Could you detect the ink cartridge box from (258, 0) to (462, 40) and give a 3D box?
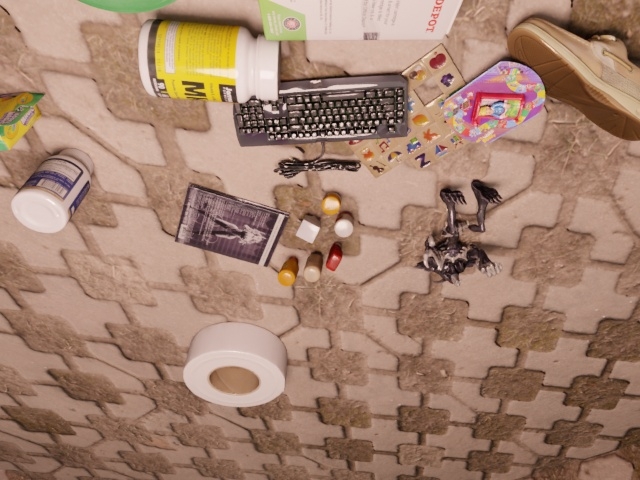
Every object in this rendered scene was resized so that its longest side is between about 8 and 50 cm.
[{"bbox_3d":[0.052,-0.370,0.627,0.272,0.115,0.198,-1,169,0],"label":"ink cartridge box"}]

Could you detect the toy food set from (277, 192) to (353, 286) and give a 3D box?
[{"bbox_3d":[0.000,0.000,1.048,0.111,0.104,0.232,26,110,-4],"label":"toy food set"}]

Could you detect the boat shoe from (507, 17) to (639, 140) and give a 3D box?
[{"bbox_3d":[0.444,-0.281,0.780,0.302,0.109,0.098,29,90,-10],"label":"boat shoe"}]

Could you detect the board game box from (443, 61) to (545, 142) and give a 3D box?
[{"bbox_3d":[0.304,-0.226,0.829,0.133,0.033,0.168,34,137,-27],"label":"board game box"}]

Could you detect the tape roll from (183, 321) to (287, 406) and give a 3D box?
[{"bbox_3d":[-0.236,0.357,1.342,0.286,0.100,0.286,0,131,0],"label":"tape roll"}]

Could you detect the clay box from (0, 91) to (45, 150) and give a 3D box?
[{"bbox_3d":[-0.601,-0.202,0.830,0.222,0.127,0.053,-3,132,4],"label":"clay box"}]

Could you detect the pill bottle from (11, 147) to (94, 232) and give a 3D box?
[{"bbox_3d":[-0.492,-0.100,0.891,0.094,0.169,0.094,1,131,1],"label":"pill bottle"}]

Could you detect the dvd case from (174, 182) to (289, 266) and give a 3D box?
[{"bbox_3d":[-0.199,-0.029,1.053,0.221,0.018,0.165,17,128,-13],"label":"dvd case"}]

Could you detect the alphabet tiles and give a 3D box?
[{"bbox_3d":[0.170,-0.216,0.891,0.237,0.009,0.198,-30,125,25],"label":"alphabet tiles"}]

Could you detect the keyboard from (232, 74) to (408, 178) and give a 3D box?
[{"bbox_3d":[0.002,-0.199,0.884,0.317,0.033,0.202,-2,131,7],"label":"keyboard"}]

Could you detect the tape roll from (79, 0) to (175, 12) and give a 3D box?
[{"bbox_3d":[-0.279,-0.477,0.618,0.321,0.077,0.321,0,131,0],"label":"tape roll"}]

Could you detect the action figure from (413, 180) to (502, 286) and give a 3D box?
[{"bbox_3d":[0.292,0.018,1.012,0.164,0.141,0.276,-2,128,0],"label":"action figure"}]

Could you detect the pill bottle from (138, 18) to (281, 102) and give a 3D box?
[{"bbox_3d":[-0.170,-0.283,0.760,0.208,0.119,0.119,4,132,-2],"label":"pill bottle"}]
